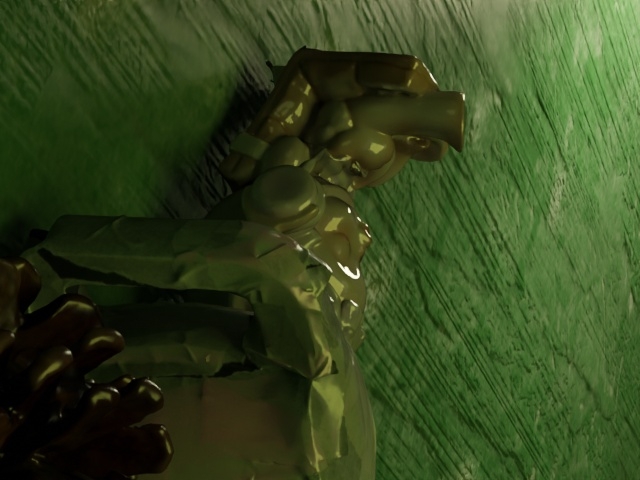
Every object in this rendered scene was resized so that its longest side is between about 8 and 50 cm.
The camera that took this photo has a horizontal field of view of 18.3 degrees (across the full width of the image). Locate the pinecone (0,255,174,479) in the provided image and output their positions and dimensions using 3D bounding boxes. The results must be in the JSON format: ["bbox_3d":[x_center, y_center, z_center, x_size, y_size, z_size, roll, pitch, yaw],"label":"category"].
[{"bbox_3d":[-0.154,0.090,0.884,0.179,0.195,0.150,-1,123,-54],"label":"pinecone"}]

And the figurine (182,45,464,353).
[{"bbox_3d":[-0.004,0.000,1.224,0.162,0.141,0.236,72,37,-58],"label":"figurine"}]

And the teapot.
[{"bbox_3d":[-0.058,0.082,1.082,0.163,0.178,0.221,-27,108,-74],"label":"teapot"}]
